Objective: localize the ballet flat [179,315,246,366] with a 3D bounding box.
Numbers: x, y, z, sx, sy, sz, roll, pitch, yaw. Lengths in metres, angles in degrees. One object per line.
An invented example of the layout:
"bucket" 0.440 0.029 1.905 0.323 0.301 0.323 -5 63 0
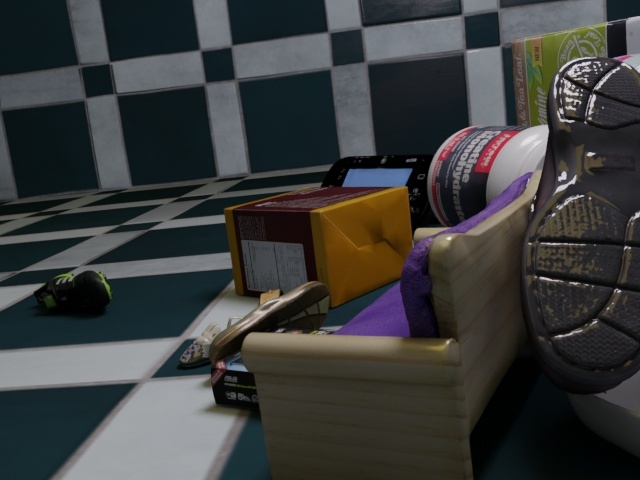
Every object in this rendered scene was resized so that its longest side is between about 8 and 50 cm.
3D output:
"ballet flat" -0.106 0.106 0.809 0.114 0.041 0.041 -14 13 -30

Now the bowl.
"bowl" 0.257 0.115 0.497 0.141 0.053 0.142 -13 14 -23

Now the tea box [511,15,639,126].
"tea box" 0.516 -0.195 1.206 0.219 0.329 0.323 -13 11 -28

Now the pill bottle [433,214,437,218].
"pill bottle" 0.196 -0.103 1.480 0.216 0.121 0.121 2 14 39

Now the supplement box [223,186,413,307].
"supplement box" 0.000 0.000 1.050 0.194 0.129 0.191 4 15 42

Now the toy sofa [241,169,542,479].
"toy sofa" 0.093 0.052 0.608 0.150 0.177 0.362 -2 12 28

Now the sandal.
"sandal" -0.056 0.085 0.787 0.049 0.072 0.180 29 36 35

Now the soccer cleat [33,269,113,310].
"soccer cleat" -0.368 0.080 1.080 0.072 0.060 0.178 -28 15 -38

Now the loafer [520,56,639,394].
"loafer" 0.211 -0.011 0.564 0.109 0.095 0.303 9 56 11

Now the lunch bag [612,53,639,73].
"lunch bag" 0.405 -0.075 0.788 0.223 0.279 0.108 -6 15 -7

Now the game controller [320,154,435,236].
"game controller" 0.105 -0.091 1.413 0.067 0.167 0.319 26 -13 -39

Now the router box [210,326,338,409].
"router box" -0.032 0.120 0.692 0.092 0.038 0.122 0 13 30

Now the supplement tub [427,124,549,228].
"supplement tub" 0.304 -0.081 1.113 0.191 0.191 0.272 -11 11 -19
